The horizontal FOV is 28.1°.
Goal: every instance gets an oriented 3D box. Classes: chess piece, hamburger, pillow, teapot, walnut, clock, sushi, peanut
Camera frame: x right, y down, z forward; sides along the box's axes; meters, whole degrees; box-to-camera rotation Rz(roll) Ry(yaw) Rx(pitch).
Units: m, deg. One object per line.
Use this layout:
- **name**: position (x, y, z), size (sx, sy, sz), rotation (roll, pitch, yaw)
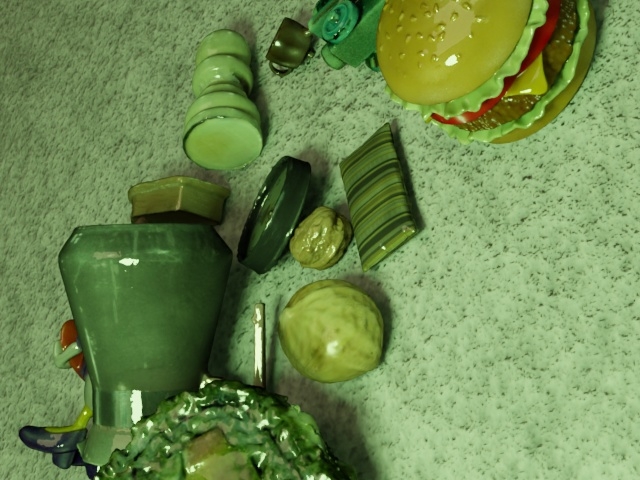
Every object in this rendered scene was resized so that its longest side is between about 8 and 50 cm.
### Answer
- **chess piece**: position (-0.163, -0.248, 2.110), size (0.133, 0.133, 0.243), rotation (-33, 45, 33)
- **hamburger**: position (0.198, -0.270, 1.642), size (0.274, 0.212, 0.274), rotation (-24, 54, 39)
- **pillow**: position (0.080, -0.062, 1.806), size (0.113, 0.038, 0.203), rotation (-39, 46, 33)
- **teapot**: position (-0.045, -0.306, 2.050), size (0.121, 0.068, 0.076), rotation (-57, 11, 43)
- **walnut**: position (0.000, 0.000, 1.830), size (0.096, 0.079, 0.082), rotation (-54, 39, 13)
- **clock**: position (-0.071, -0.040, 1.903), size (0.184, 0.040, 0.184), rotation (-59, 16, 29)
- **teapot**: position (-0.229, 0.146, 1.865), size (0.300, 0.253, 0.343), rotation (-1, 91, 8)
- **sushi**: position (-0.099, 0.347, 1.628), size (0.294, 0.178, 0.352), rotation (-41, 58, -5)
- **peanut**: position (0.017, 0.125, 1.729), size (0.159, 0.109, 0.140), rotation (41, 113, 38)

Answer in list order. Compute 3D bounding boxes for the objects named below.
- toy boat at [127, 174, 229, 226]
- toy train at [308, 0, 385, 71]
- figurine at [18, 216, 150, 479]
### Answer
- **toy boat**: position (-0.250, -0.055, 2.109), size (0.188, 0.116, 0.061), rotation (-9, 71, 44)
- **toy train**: position (0.104, -0.388, 1.890), size (0.298, 0.120, 0.194), rotation (-41, 38, 27)
- **figurine**: position (-0.329, 0.177, 2.051), size (0.193, 0.154, 0.420), rotation (5, 76, 44)
